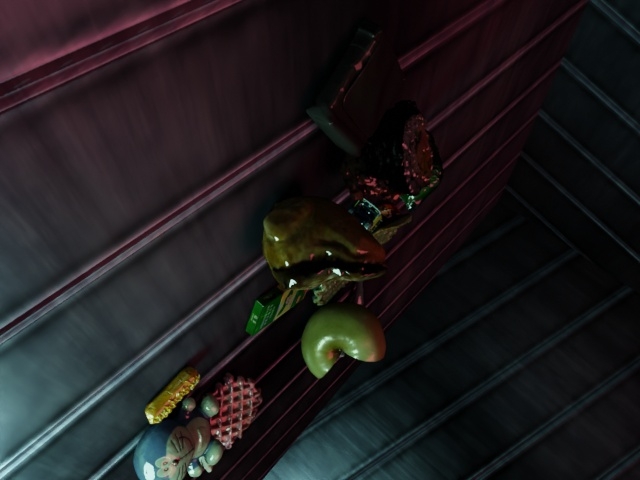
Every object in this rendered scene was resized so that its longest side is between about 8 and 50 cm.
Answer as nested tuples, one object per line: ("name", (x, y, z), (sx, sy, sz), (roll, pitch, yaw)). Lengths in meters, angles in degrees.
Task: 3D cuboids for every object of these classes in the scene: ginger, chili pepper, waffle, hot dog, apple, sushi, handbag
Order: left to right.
("hot dog", (-0.367, 0.383, 1.505), (0.165, 0.045, 0.071), (-46, 163, -20))
("waffle", (-0.276, 0.511, 1.824), (0.234, 0.055, 0.221), (-51, 131, -14))
("ginger", (0.001, 0.000, 1.372), (0.269, 0.223, 0.200), (-12, 170, 2))
("apple", (0.073, 0.332, 2.150), (0.295, 0.233, 0.258), (-16, -167, 15))
("handbag", (0.077, -0.307, 1.257), (0.223, 0.080, 0.247), (-60, 159, 1))
("sushi", (0.148, -0.202, 1.461), (0.238, 0.219, 0.225), (7, 79, -52))
("chili pepper", (0.226, -0.102, 2.024), (0.059, 0.050, 0.268), (-37, 168, 19))
("chili pepper", (0.240, -0.222, 1.630), (0.148, 0.116, 0.264), (-44, -148, 34))

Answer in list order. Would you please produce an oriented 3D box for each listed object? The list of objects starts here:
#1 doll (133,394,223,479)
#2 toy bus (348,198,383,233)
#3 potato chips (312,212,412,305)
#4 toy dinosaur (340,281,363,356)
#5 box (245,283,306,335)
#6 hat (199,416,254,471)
("doll", (-0.379, 0.542, 1.616), (0.258, 0.154, 0.228), (-26, 116, -67))
("toy bus", (0.102, -0.034, 1.800), (0.175, 0.088, 0.101), (-51, 163, 3))
("potato chips", (0.139, 0.054, 2.053), (0.429, 0.070, 0.358), (-35, 164, -34))
("toy dinosaur", (0.075, 0.317, 2.409), (0.383, 0.129, 0.331), (-46, 150, -15))
("box", (-0.112, 0.169, 1.740), (0.235, 0.034, 0.132), (-33, 153, -46))
("hat", (-0.339, 0.614, 1.969), (0.219, 0.164, 0.226), (-48, -159, -23))
